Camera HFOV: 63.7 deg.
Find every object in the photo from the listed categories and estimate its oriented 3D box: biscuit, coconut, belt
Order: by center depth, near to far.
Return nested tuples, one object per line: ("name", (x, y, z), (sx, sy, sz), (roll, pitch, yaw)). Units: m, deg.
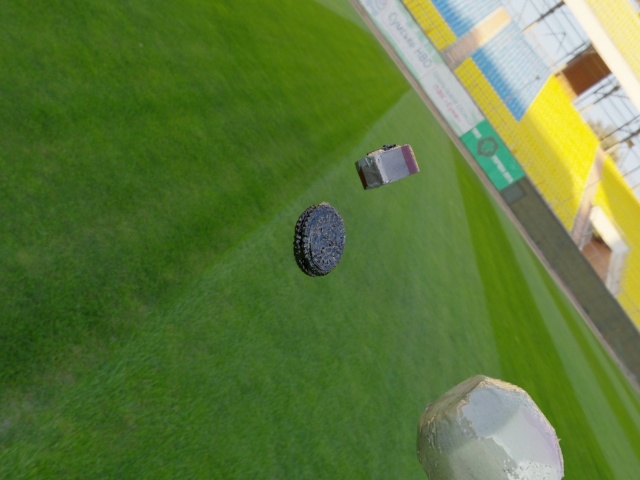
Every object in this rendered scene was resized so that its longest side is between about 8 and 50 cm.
("coconut", (0.286, 0.356, 0.855), (0.230, 0.227, 0.227), (54, 20, 12))
("biscuit", (0.000, 0.000, 1.311), (0.195, 0.053, 0.194), (-8, 100, -55))
("belt", (0.210, -0.243, 1.652), (0.124, 0.201, 0.128), (70, -18, -3))
